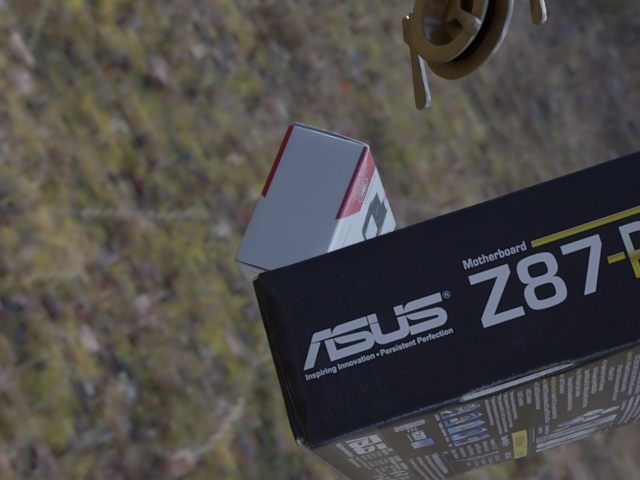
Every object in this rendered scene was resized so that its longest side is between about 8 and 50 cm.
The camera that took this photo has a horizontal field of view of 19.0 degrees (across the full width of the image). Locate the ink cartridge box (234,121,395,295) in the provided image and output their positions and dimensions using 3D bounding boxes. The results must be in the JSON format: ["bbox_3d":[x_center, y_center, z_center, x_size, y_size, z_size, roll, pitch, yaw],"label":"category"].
[{"bbox_3d":[0.000,0.000,1.572,0.175,0.072,0.127,64,45,-67],"label":"ink cartridge box"}]

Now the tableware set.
[{"bbox_3d":[0.080,-0.198,1.284,0.039,0.128,0.194,15,55,-35],"label":"tableware set"}]

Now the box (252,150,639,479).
[{"bbox_3d":[0.148,0.044,1.020,0.395,0.318,0.097,57,17,-77],"label":"box"}]
